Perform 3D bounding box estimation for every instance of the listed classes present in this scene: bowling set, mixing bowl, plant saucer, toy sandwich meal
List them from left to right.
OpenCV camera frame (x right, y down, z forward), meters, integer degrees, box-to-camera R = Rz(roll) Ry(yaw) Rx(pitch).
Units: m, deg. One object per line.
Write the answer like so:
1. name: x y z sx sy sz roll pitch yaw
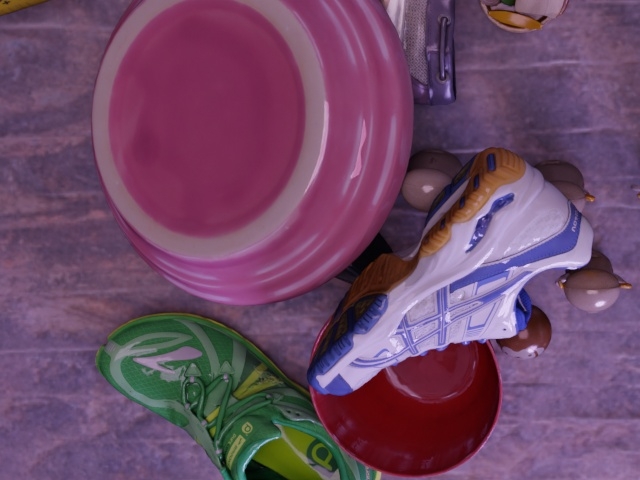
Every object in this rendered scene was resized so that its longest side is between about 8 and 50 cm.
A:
1. plant saucer: -0.080 -0.107 1.519 0.332 0.084 0.332 1 91 31
2. mixing bowl: 0.090 0.119 1.594 0.182 0.098 0.181 4 104 18
3. toy sandwich meal: 0.185 -0.226 1.564 0.086 0.029 0.085 1 100 6
4. bowling set: 0.206 0.022 1.543 0.287 0.154 0.199 0 100 7

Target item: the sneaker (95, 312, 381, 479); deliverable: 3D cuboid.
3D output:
1. sneaker: -0.074 0.162 1.614 0.296 0.123 0.109 28 102 1

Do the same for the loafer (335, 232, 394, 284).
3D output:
1. loafer: 0.000 0.000 1.619 0.170 0.062 0.061 35 141 -8

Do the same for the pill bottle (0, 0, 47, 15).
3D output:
1. pill bottle: -0.310 -0.255 1.575 0.184 0.103 0.103 -16 98 9

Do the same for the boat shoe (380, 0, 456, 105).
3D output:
1. boat shoe: 0.105 -0.257 1.536 0.092 0.103 0.285 9 105 -1

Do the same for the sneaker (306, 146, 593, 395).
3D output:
1. sneaker: 0.106 0.058 1.457 0.131 0.112 0.296 35 126 -14
